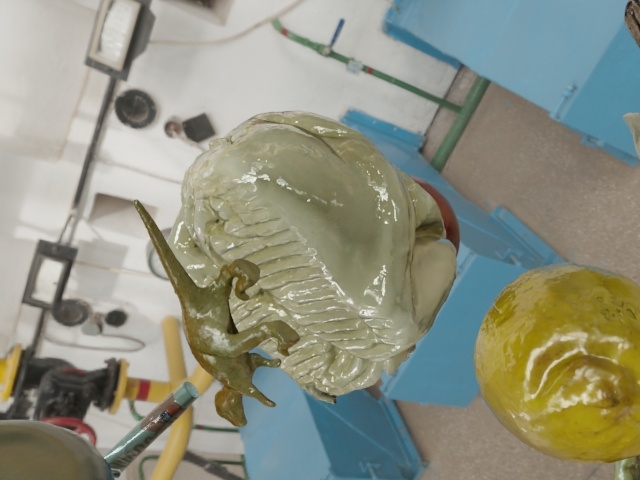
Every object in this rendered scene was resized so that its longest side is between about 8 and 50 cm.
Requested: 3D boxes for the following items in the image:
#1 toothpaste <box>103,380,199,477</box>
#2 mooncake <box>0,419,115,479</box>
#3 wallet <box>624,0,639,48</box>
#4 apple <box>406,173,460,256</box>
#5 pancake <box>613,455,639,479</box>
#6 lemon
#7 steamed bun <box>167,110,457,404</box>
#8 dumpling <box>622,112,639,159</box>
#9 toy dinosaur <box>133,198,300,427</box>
[{"bbox_3d":[-0.275,0.302,0.924,0.205,0.056,0.036,-44,39,7],"label":"toothpaste"},{"bbox_3d":[-0.343,0.335,0.545,0.351,0.351,0.187,-146,50,-61],"label":"mooncake"},{"bbox_3d":[0.362,-0.152,0.433,0.042,0.230,0.124,88,-178,-51],"label":"wallet"},{"bbox_3d":[0.145,-0.013,1.089,0.201,0.218,0.218,48,119,52],"label":"apple"},{"bbox_3d":[0.555,0.413,0.991,0.037,0.254,0.253,-2,75,49],"label":"pancake"},{"bbox_3d":[0.364,0.172,0.838,0.297,0.297,0.297,-37,46,51],"label":"lemon"},{"bbox_3d":[0.000,0.000,0.708,0.347,0.394,0.237,14,49,27],"label":"steamed bun"},{"bbox_3d":[0.542,-0.133,0.893,0.092,0.150,0.176,-29,88,37],"label":"dumpling"},{"bbox_3d":[-0.087,0.060,0.414,0.126,0.162,0.039,-49,6,34],"label":"toy dinosaur"}]
